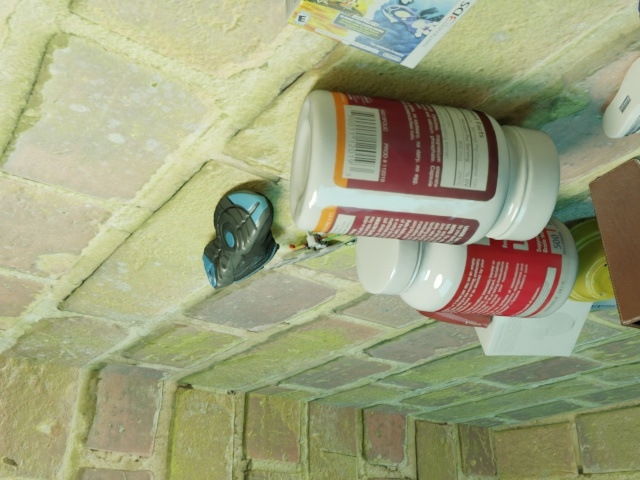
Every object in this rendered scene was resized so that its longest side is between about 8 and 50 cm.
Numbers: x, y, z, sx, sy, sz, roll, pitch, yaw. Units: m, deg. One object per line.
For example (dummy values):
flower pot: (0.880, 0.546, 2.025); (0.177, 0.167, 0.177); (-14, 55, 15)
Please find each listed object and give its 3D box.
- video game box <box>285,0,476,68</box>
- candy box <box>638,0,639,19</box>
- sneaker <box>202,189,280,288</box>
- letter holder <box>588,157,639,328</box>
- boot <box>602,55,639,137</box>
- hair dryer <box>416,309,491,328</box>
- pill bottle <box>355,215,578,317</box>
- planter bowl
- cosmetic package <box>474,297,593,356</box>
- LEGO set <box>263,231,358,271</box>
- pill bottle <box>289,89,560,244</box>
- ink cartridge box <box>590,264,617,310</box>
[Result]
video game box: (0.086, -0.318, 0.827); (0.205, 0.048, 0.187); (12, 148, -25)
candy box: (0.559, -0.248, 0.736); (0.317, 0.268, 0.122); (-10, 149, 17)
sneaker: (-0.153, -0.013, 1.392); (0.140, 0.125, 0.341); (-15, 162, -28)
letter holder: (0.650, -0.009, 1.187); (0.152, 0.301, 0.214); (12, 151, -24)
boot: (0.518, -0.231, 1.013); (0.086, 0.069, 0.190); (-11, 158, -8)
hair dryer: (0.303, 0.111, 1.539); (0.224, 0.080, 0.293); (-23, 118, 40)
pill bottle: (0.289, 0.035, 1.317); (0.408, 0.228, 0.229); (6, 153, -24)
planter bowl: (0.626, 0.064, 1.444); (0.217, 0.090, 0.217); (-3, 116, -5)
cosmetic package: (0.522, 0.162, 1.622); (0.225, 0.138, 0.224); (2, 124, -9)
LEGO set: (0.000, 0.000, 1.426); (0.183, 0.060, 0.244); (-14, 172, -38)
pill bottle: (0.160, -0.109, 1.053); (0.393, 0.223, 0.224); (5, 153, -12)
ink cartridge box: (0.861, 0.089, 1.660); (0.324, 0.071, 0.330); (-4, 155, 7)
